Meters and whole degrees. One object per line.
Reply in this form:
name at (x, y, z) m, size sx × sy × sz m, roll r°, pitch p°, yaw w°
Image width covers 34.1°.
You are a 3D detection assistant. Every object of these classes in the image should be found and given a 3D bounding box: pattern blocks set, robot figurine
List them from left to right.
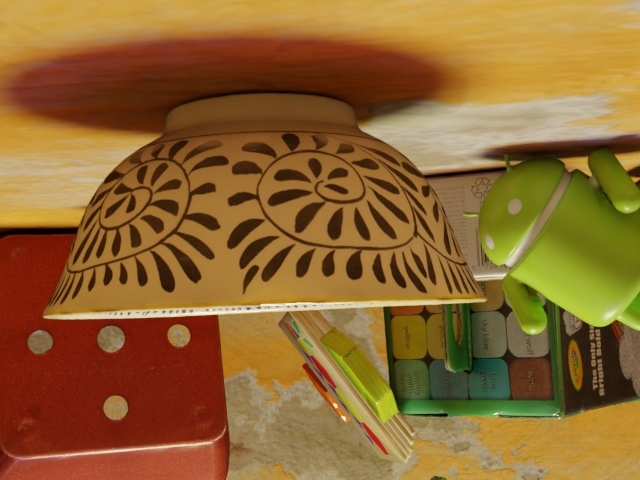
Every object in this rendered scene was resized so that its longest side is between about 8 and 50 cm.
pattern blocks set at (0.021, 0.125, 0.967) m, size 0.026 × 0.325 × 0.285 m, roll -37°, pitch -176°, yaw -11°
robot figurine at (0.135, 0.001, 0.555) m, size 0.115 × 0.101 × 0.067 m, roll 33°, pitch -148°, yaw 3°

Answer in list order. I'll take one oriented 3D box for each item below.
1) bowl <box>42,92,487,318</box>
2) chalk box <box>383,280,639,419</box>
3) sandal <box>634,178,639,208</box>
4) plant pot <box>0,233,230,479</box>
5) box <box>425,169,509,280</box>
bowl at (-0.022, -0.011, 0.407) m, size 0.170 × 0.080 × 0.170 m, roll -3°, pitch 176°, yaw 0°
chalk box at (0.173, 0.071, 0.977) m, size 0.179 × 0.180 × 0.289 m, roll -6°, pitch 173°, yaw 38°
sandal at (0.244, -0.009, 0.541) m, size 0.120 × 0.086 × 0.303 m, roll -3°, pitch 175°, yaw 2°
plant pot at (-0.206, 0.114, 0.942) m, size 0.267 × 0.267 × 0.236 m, roll -1°, pitch 164°, yaw -20°
box at (0.000, 0.000, 0.682) m, size 0.324 × 0.067 × 0.063 m, roll -5°, pitch 175°, yaw 23°
